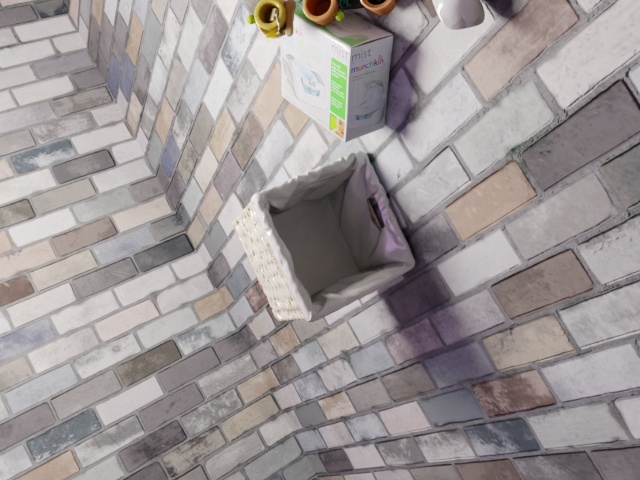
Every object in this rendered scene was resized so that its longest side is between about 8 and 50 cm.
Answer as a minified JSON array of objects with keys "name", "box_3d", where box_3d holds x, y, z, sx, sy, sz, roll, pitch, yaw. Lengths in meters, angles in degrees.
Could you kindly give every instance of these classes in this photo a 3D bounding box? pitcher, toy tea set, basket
[{"name":"pitcher","box_3d":[0.229,-0.495,1.112,0.207,0.125,0.178,85,162,-52]},{"name":"toy tea set","box_3d":[-0.006,-0.533,1.324,0.335,0.124,0.200,-2,87,18]},{"name":"basket","box_3d":[0.000,0.000,1.654,0.329,0.331,0.266,65,157,0]}]

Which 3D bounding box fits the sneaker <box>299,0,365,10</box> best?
[{"name":"sneaker","box_3d":[0.028,-0.514,1.412,0.166,0.076,0.065,12,147,27]}]

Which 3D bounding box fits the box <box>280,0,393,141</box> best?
[{"name":"box","box_3d":[0.031,-0.395,1.493,0.262,0.126,0.231,43,146,36]}]
